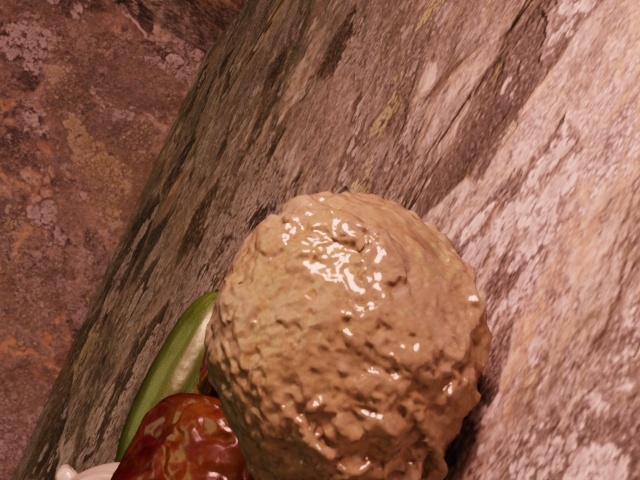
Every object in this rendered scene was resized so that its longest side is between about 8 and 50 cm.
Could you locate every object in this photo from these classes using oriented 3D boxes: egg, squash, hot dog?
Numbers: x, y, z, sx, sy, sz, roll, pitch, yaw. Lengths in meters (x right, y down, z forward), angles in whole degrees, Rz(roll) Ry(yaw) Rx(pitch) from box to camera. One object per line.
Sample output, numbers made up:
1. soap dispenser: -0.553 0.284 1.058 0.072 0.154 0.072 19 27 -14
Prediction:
1. egg: 0.024 0.099 1.316 0.279 0.279 0.310 -43 51 51
2. squash: -0.220 0.227 2.193 0.395 0.107 0.107 -64 15 -11
3. hot dog: -0.165 0.356 1.510 0.267 0.174 0.387 2 59 47

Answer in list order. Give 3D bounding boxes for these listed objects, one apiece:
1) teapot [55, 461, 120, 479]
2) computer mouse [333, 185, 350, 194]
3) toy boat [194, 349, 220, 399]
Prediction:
1. teapot: -0.267 0.376 1.806 0.204 0.139 0.298 -37 46 -4
2. computer mouse: -0.005 -0.002 1.951 0.113 0.068 0.229 -51 18 31
3. toy boat: -0.097 0.159 1.934 0.141 0.099 0.318 -21 -12 -36
